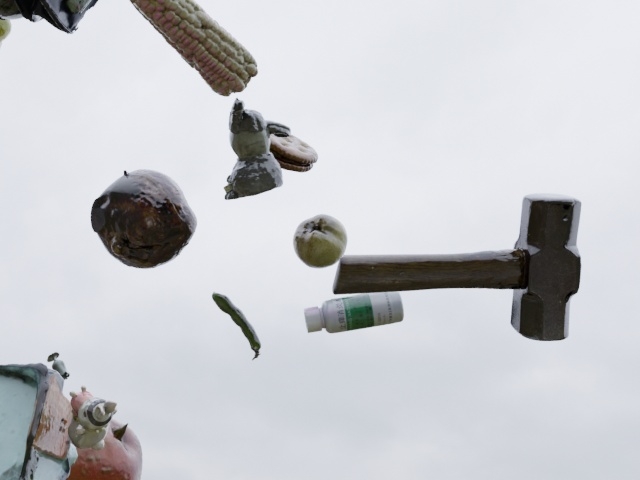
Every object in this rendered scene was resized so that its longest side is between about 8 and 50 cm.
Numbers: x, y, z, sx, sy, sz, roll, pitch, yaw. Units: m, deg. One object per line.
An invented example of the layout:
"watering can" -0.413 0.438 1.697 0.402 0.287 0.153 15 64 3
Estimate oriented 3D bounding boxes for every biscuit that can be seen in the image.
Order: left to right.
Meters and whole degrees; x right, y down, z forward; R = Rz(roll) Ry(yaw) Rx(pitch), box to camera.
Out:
"biscuit" -0.112 -0.264 1.827 0.221 0.220 0.066 21 -69 -20

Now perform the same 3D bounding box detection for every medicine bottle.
"medicine bottle" 0.087 0.193 1.704 0.260 0.095 0.095 -10 -37 -3

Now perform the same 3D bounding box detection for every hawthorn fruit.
"hawthorn fruit" -0.704 0.682 1.883 0.403 0.402 0.402 4 -36 3

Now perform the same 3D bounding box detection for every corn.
"corn" -0.276 -0.455 1.408 0.127 0.126 0.335 -19 -43 30

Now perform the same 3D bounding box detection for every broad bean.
"broad bean" -0.228 0.229 1.789 0.039 0.069 0.226 -28 -80 30

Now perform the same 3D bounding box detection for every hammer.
"hammer" 0.222 0.046 1.061 0.409 0.095 0.242 -1 -78 -2

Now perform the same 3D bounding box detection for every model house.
"model house" -0.573 0.403 1.238 0.185 0.253 0.291 -2 -32 7

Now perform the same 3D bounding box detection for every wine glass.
"wine glass" -0.749 0.363 1.829 0.042 0.083 0.039 -43 -25 2

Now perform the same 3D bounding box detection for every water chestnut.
"water chestnut" -0.550 -0.082 2.104 0.335 0.347 0.335 13 -64 28

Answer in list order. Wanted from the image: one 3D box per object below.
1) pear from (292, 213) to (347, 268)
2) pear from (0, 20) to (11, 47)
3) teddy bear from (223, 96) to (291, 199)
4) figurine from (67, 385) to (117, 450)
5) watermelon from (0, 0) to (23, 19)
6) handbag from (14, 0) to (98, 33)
"pear" 0.000 0.000 1.858 0.167 0.167 0.136 -8 -49 18
"pear" -0.847 -0.526 1.529 0.200 0.200 0.200 4 -36 3
"teddy bear" -0.161 -0.229 1.621 0.171 0.250 0.144 -2 5 -26
"figurine" -0.430 0.320 1.175 0.098 0.081 0.146 28 -50 3
"watermelon" -0.706 -0.597 1.407 0.212 0.212 0.212 4 -36 3
"handbag" -0.522 -0.623 1.276 0.122 0.303 0.329 20 -22 8
